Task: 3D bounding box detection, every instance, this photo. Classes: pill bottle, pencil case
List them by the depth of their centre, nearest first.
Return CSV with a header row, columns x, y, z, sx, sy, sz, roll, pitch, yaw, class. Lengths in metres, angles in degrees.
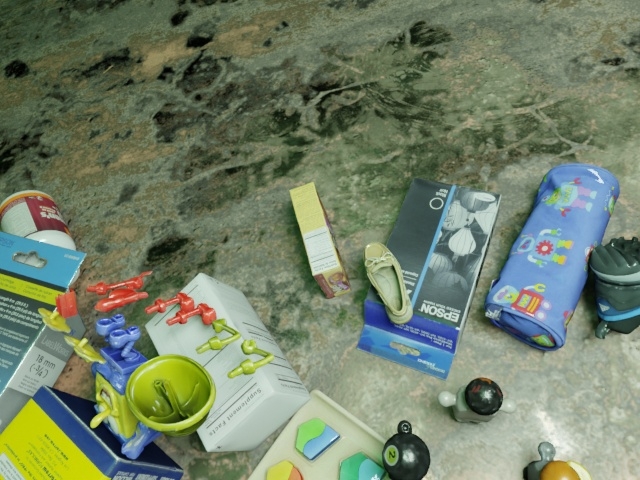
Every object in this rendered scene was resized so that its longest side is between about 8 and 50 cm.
x,y,z,sx,sy,sz,roll,pitch,yaw,class
0.364,0.021,0.785,0.133,0.119,0.306,14,65,43,pencil case
-0.601,0.002,1.059,0.121,0.121,0.221,-37,59,-7,pill bottle

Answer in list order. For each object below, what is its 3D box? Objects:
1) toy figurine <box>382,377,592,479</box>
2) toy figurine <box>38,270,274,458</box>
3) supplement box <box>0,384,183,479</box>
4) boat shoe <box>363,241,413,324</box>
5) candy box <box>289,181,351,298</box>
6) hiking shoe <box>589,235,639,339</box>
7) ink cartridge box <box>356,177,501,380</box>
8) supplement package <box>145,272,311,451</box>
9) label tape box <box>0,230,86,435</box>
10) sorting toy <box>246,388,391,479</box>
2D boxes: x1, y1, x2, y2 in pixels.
x,y,z,sx,sy,sz,roll,pitch,yaw,class
0.203,0.300,0.640,0.209,0.148,0.213,-33,63,-10,toy figurine
-0.238,0.215,0.712,0.362,0.217,0.191,21,28,37,toy figurine
-0.416,0.434,0.724,0.195,0.194,0.357,27,72,27,supplement box
0.107,0.060,0.800,0.056,0.048,0.153,-19,57,5,boat shoe
0.000,0.000,0.902,0.053,0.109,0.187,-19,59,5,candy box
0.535,0.050,0.741,0.303,0.132,0.113,-10,21,-9,hiking shoe
0.187,0.052,0.849,0.165,0.065,0.333,14,67,21,ink cartridge box
-0.152,0.198,0.806,0.139,0.134,0.244,-42,59,5,supplement package
-0.571,0.167,0.899,0.240,0.106,0.334,12,62,20,label tape box
0.001,0.360,0.741,0.193,0.038,0.208,29,73,27,sorting toy
